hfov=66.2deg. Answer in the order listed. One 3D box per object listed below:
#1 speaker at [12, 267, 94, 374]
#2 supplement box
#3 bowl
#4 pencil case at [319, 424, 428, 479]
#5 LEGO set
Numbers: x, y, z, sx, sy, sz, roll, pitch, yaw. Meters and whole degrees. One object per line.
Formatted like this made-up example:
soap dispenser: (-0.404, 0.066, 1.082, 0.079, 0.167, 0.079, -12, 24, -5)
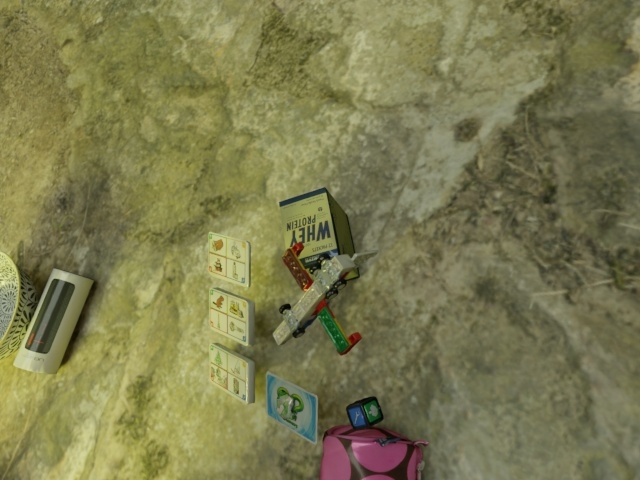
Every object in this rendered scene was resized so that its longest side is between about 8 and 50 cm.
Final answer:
speaker: (-0.360, 0.109, 0.665, 0.055, 0.055, 0.136, 11, 75, 24)
supplement box: (0.000, 0.000, 0.549, 0.056, 0.083, 0.083, -17, 66, 14)
bowl: (-0.453, 0.103, 0.688, 0.170, 0.080, 0.170, -7, 70, 18)
pencil case: (0.042, 0.276, 0.434, 0.098, 0.095, 0.209, 7, 75, -1)
LEGO set: (-0.029, 0.091, 0.492, 0.244, 0.060, 0.182, 10, 102, 46)
